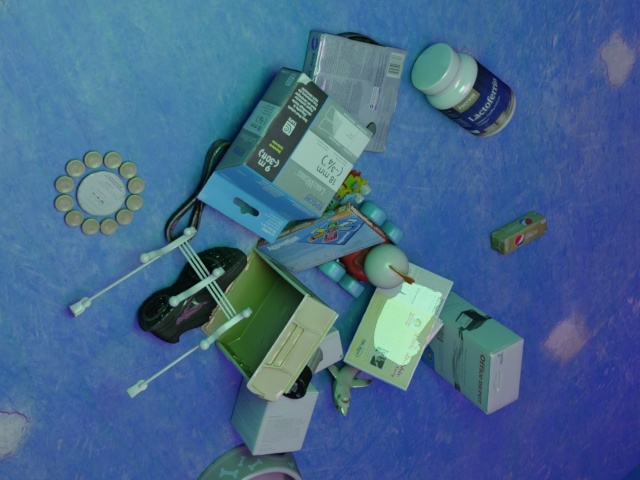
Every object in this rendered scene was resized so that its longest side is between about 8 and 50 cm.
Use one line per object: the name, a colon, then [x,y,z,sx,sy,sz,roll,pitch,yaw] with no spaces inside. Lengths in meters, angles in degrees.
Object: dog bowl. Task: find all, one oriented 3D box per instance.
dog bowl: [-0.196,0.742,1.880,0.348,0.102,0.349,-14,119,-27]

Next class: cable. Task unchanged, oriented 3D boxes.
cable: [-0.241,-0.109,1.466,0.287,0.072,0.139,-44,127,-9]

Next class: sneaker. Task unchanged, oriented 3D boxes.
sneaker: [-0.283,0.127,1.547,0.286,0.109,0.130,-38,136,-4]

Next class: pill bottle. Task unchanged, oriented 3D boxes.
pill bottle: [0.360,-0.379,1.676,0.264,0.153,0.153,23,98,-37]

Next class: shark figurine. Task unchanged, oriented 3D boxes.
shark figurine: [0.096,0.400,1.929,0.278,0.166,0.116,-21,149,-44]

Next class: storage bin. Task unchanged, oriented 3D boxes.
storage bin: [-0.130,0.196,1.563,0.123,0.262,0.260,32,93,-41]

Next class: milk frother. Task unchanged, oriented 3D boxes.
milk frother: [-0.053,0.292,1.652,0.129,0.135,0.143,39,127,-6]

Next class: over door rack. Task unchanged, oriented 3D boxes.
over door rack: [-0.341,0.154,1.410,0.324,0.108,0.240,-35,89,-5]

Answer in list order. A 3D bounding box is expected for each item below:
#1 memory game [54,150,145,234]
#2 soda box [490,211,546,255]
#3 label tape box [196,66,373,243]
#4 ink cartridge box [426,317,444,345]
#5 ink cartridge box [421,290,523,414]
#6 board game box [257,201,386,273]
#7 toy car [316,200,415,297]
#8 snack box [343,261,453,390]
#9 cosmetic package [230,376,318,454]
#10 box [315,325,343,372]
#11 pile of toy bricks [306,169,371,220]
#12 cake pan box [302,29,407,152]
memory game: [-0.455,-0.098,1.374,0.186,0.012,0.186,-13,118,-27]
soda box: [0.616,-0.023,2.065,0.181,0.061,0.058,-25,123,-21]
label tape box: [-0.070,-0.164,1.440,0.240,0.106,0.334,33,90,-38]
ink cartridge box: [0.223,0.266,1.882,0.154,0.093,0.212,39,88,5]
ink cartridge box: [0.438,0.323,1.956,0.128,0.307,0.223,-18,121,-24]
board game box: [0.000,0.000,1.582,0.145,0.281,0.027,36,45,-39]
toy car: [0.157,0.062,1.686,0.219,0.238,0.210,-51,138,-2]
snack box: [0.212,0.222,1.809,0.060,0.187,0.322,65,50,-80]
cosmetic package: [-0.123,0.439,1.751,0.151,0.151,0.184,6,109,-35]
box: [-0.006,0.283,1.793,0.101,0.087,0.102,-24,123,-22]
pile of toy bricks: [0.013,-0.092,1.621,0.118,0.105,0.212,-18,155,-47]
cake pan box: [0.068,-0.347,1.558,0.245,0.070,0.267,-2,113,-34]
